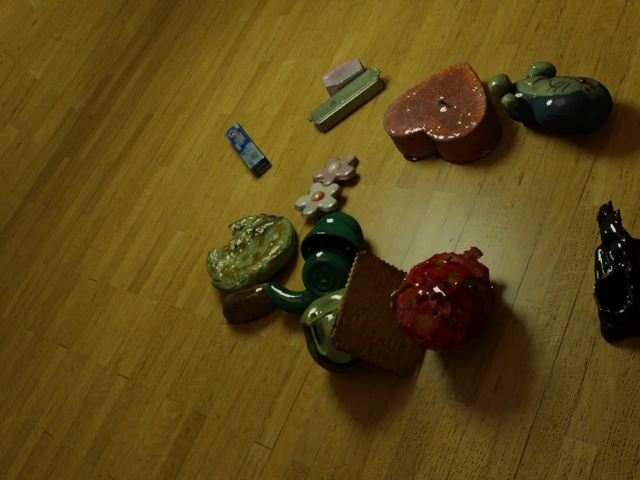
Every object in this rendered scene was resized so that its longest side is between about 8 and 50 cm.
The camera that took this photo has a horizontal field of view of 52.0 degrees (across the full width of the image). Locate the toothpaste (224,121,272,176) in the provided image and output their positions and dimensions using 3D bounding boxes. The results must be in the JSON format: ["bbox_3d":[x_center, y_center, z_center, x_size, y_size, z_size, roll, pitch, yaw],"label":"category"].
[{"bbox_3d":[-0.248,-0.310,2.215,0.066,0.053,0.272,-42,43,4],"label":"toothpaste"}]

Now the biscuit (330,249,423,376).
[{"bbox_3d":[0.147,0.165,1.450,0.013,0.232,0.237,-31,36,62],"label":"biscuit"}]

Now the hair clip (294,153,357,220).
[{"bbox_3d":[0.022,-0.152,1.882,0.146,0.075,0.257,0,55,43],"label":"hair clip"}]

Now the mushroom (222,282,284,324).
[{"bbox_3d":[-0.196,0.171,1.794,0.209,0.094,0.072,-19,46,20],"label":"mushroom"}]

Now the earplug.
[{"bbox_3d":[0.007,0.055,1.701,0.257,0.163,0.280,-41,19,54],"label":"earplug"}]

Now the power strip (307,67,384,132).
[{"bbox_3d":[0.084,-0.440,2.058,0.272,0.052,0.078,-35,44,11],"label":"power strip"}]

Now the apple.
[{"bbox_3d":[0.060,0.205,1.511,0.188,0.174,0.207,-22,36,-14],"label":"apple"}]

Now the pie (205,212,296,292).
[{"bbox_3d":[-0.203,0.031,1.899,0.302,0.067,0.303,-22,37,18],"label":"pie"}]

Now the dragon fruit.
[{"bbox_3d":[0.273,0.119,1.397,0.205,0.210,0.268,-2,36,44],"label":"dragon fruit"}]

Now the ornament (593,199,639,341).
[{"bbox_3d":[0.545,0.038,1.200,0.106,0.260,0.251,-9,53,26],"label":"ornament"}]

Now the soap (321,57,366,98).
[{"bbox_3d":[0.074,-0.525,2.125,0.149,0.056,0.100,-29,43,16],"label":"soap"}]

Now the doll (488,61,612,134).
[{"bbox_3d":[0.546,-0.329,1.535,0.228,0.154,0.258,-19,23,-25],"label":"doll"}]

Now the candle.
[{"bbox_3d":[0.337,-0.353,1.744,0.316,0.131,0.287,19,69,43],"label":"candle"}]
